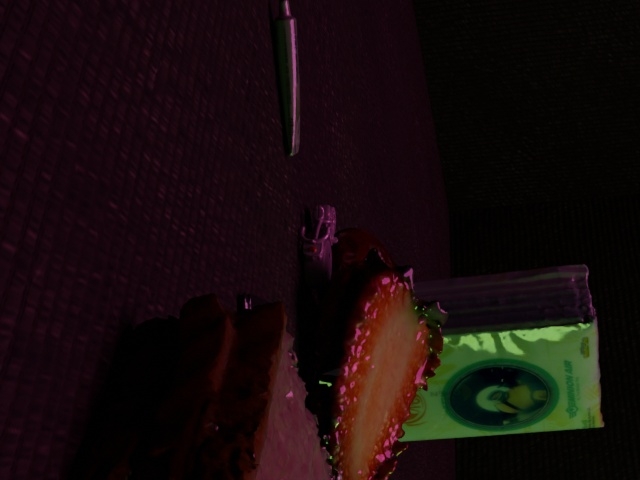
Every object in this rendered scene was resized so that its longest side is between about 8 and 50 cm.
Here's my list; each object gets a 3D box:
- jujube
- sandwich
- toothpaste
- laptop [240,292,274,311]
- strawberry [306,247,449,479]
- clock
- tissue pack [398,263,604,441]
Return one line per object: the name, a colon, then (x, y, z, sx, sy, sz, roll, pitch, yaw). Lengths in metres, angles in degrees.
jujube: (0.059, 0.051, 1.661, 0.176, 0.112, 0.109, 65, 22, -50)
sandwich: (-0.067, 0.239, 0.850, 0.262, 0.131, 0.325, -81, 160, -56)
toothpaste: (-0.039, -0.207, 1.480, 0.048, 0.029, 0.197, -48, 134, -75)
laptop: (-0.060, 0.150, 1.231, 0.129, 0.016, 0.180, 36, 50, -76)
strawberry: (0.036, 0.174, 1.523, 0.233, 0.137, 0.306, 48, 61, -44)
clock: (0.000, 0.000, 1.554, 0.087, 0.041, 0.129, 78, 17, -50)
tissue pack: (0.278, 0.201, 1.996, 0.162, 0.388, 0.287, -86, 166, -48)
